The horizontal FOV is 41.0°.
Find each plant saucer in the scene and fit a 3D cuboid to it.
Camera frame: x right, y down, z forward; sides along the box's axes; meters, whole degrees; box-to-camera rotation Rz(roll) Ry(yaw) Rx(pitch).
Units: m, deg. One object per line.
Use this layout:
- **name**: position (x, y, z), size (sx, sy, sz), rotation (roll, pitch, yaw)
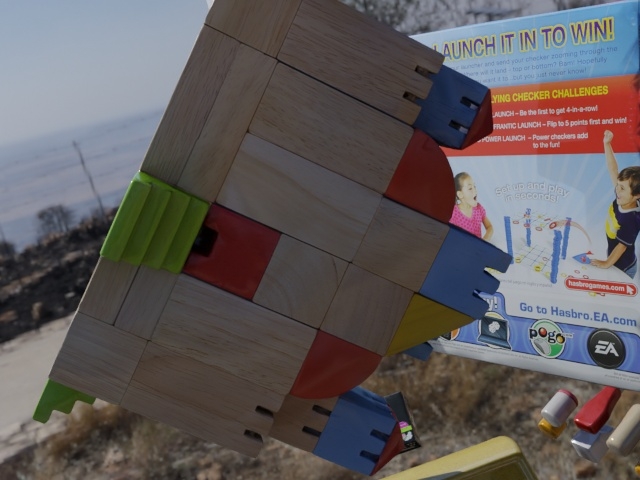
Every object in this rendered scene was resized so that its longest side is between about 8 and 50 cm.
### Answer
- **plant saucer**: position (0.271, 0.483, 1.352), size (0.332, 0.333, 0.081), rotation (-11, -32, -29)

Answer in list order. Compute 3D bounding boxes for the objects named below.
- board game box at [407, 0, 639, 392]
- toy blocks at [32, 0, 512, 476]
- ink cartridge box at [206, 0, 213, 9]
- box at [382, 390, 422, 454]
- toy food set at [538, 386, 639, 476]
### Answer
- **board game box**: position (0.174, -0.042, 0.776), size (0.086, 0.302, 0.308), rotation (-13, 12, -41)
- **toy blocks**: position (0.000, 0.000, 0.586), size (0.260, 0.382, 0.191), rotation (24, 6, -11)
- **ink cartridge box**: position (-0.059, -0.307, 1.481), size (0.121, 0.289, 0.211), rotation (-30, -25, 33)
- **box**: position (0.117, 0.294, 1.366), size (0.062, 0.083, 0.052), rotation (-20, -30, 10)
- **toy food set**: position (0.464, 0.292, 1.393), size (0.104, 0.111, 0.232), rotation (-44, 26, -19)
